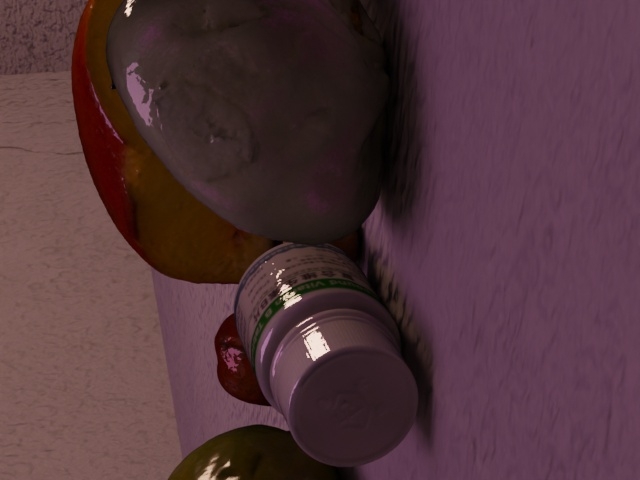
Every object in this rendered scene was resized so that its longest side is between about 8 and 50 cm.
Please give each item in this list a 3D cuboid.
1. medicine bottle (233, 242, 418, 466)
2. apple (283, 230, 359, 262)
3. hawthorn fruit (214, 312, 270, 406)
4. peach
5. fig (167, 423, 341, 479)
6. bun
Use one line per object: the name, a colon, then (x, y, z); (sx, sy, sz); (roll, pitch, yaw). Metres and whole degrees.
medicine bottle: (0.003, 0.100, 1.379); (0.237, 0.139, 0.139); (-117, 25, -66)
apple: (0.000, 0.000, 1.515); (0.084, 0.071, 0.084); (174, 90, -77)
hawthorn fruit: (-0.067, 0.138, 1.800); (0.128, 0.128, 0.128); (175, 90, -79)
peach: (-0.160, -0.132, 1.804); (0.306, 0.242, 0.380); (86, 171, -71)
fig: (-0.085, 0.307, 1.687); (0.314, 0.233, 0.233); (-126, 33, -58)
bun: (-0.036, -0.143, 1.318); (0.187, 0.293, 0.293); (-45, 38, 23)
